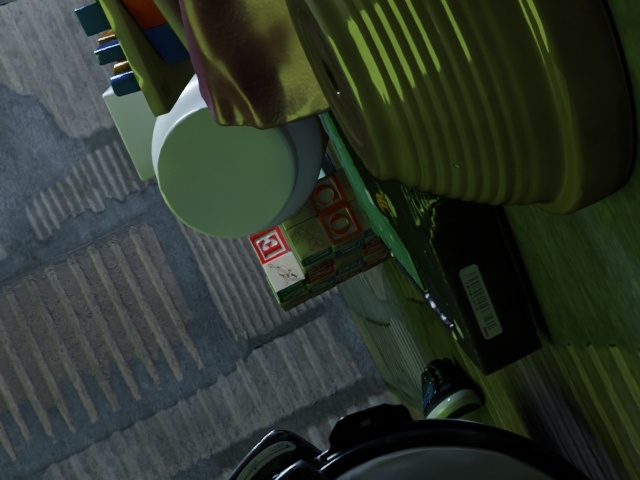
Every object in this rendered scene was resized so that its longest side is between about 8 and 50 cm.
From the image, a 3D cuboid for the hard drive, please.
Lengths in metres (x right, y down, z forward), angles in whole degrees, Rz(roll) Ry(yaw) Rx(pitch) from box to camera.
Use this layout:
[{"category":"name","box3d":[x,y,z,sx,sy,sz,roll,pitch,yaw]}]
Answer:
[{"category":"hard drive","box3d":[0.071,-0.060,1.065,0.236,0.064,0.339,66,175,-25]}]

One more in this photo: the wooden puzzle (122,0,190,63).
[{"category":"wooden puzzle","box3d":[-0.147,-0.322,1.080,0.347,0.081,0.322,62,-156,-48]}]

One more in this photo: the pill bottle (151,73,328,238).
[{"category":"pill bottle","box3d":[-0.086,-0.116,1.403,0.334,0.188,0.187,-80,-34,-73]}]

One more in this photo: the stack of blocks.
[{"category":"stack of blocks","box3d":[0.000,0.000,1.647,0.087,0.171,0.297,63,176,11]}]

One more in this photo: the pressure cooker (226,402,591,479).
[{"category":"pressure cooker","box3d":[0.097,0.333,1.087,0.420,0.370,0.375,90,178,-80]}]

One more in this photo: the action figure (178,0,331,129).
[{"category":"action figure","box3d":[-0.052,-0.261,0.855,0.370,0.248,0.275,64,-157,-24]}]

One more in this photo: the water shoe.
[{"category":"water shoe","box3d":[0.154,0.193,1.586,0.203,0.073,0.080,88,157,-80]}]

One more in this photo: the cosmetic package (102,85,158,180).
[{"category":"cosmetic package","box3d":[-0.162,-0.208,1.737,0.224,0.225,0.138,-88,-26,-72]}]

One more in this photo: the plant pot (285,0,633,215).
[{"category":"plant pot","box3d":[0.052,-0.108,0.638,0.237,0.110,0.237,155,90,-87]}]

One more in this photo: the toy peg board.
[{"category":"toy peg board","box3d":[-0.183,-0.208,1.130,0.160,0.079,0.161,-71,-37,-57]}]

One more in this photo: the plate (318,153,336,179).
[{"category":"plate","box3d":[0.007,-0.106,1.970,0.188,0.024,0.188,62,176,8]}]
